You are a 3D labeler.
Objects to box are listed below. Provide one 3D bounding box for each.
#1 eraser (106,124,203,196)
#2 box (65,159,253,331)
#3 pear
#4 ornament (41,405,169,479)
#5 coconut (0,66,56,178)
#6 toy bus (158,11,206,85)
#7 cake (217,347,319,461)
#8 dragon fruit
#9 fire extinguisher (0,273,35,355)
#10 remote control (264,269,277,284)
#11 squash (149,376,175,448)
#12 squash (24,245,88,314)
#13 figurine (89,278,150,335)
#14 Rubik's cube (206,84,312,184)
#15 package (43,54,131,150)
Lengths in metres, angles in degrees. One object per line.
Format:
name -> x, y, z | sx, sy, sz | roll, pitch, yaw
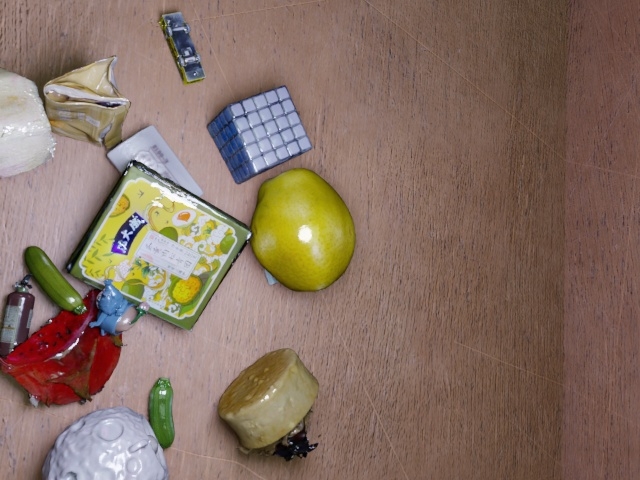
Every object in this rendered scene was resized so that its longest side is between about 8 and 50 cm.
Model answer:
eraser -> -0.524, -0.208, 1.651 | 0.174, 0.095, 0.270 | -40, 106, -20
box -> -0.479, 0.019, 1.574 | 0.420, 0.138, 0.373 | 32, 92, -21
pear -> -0.062, -0.031, 1.729 | 0.362, 0.362, 0.418 | -10, 80, -28
ornament -> -0.592, 0.635, 1.418 | 0.337, 0.337, 0.337 | 2, 85, -27
coconut -> -0.869, -0.307, 1.373 | 0.254, 0.297, 0.297 | -23, 97, -31
toy bus -> -0.458, -0.640, 1.730 | 0.081, 0.074, 0.226 | -26, 98, -26
cake -> -0.125, 0.564, 1.675 | 0.332, 0.332, 0.321 | -41, 106, -24
dragon fruit -> -0.692, 0.332, 1.496 | 0.343, 0.100, 0.282 | -46, 123, -35
fire extinguisher -> -0.842, 0.208, 1.451 | 0.071, 0.099, 0.231 | 15, 80, -44
remote control -> -0.125, 0.105, 1.871 | 0.162, 0.029, 0.061 | -20, 97, -32
squash -> -0.496, 0.540, 1.621 | 0.077, 0.068, 0.219 | 0, 86, -16
squash -> -0.765, 0.116, 1.478 | 0.069, 0.069, 0.258 | -39, 82, -24
figurine -> -0.568, 0.198, 1.466 | 0.144, 0.178, 0.114 | 6, 40, 3
Rubik's cube -> -0.207, -0.350, 1.748 | 0.238, 0.237, 0.237 | -29, 101, -26
package -> -0.646, -0.362, 1.475 | 0.221, 0.311, 0.165 | -38, 101, -26
